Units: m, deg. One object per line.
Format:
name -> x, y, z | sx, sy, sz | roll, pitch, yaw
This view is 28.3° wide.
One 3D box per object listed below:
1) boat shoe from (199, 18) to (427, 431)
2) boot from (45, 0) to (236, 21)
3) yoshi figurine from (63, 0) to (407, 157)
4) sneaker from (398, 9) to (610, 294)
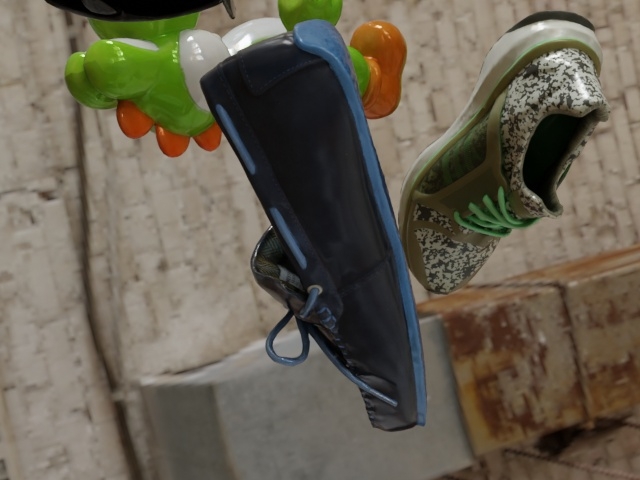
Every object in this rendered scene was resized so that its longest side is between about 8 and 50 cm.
boat shoe -> 0.000, 0.000, 0.718 | 0.109, 0.089, 0.258 | -97, 171, -65
boot -> -0.126, -0.141, 0.480 | 0.077, 0.198, 0.137 | 62, 23, -67
yoshi figurine -> -0.089, -0.203, 1.240 | 0.203, 0.362, 0.203 | 51, -55, 28
sneaker -> 0.218, -0.068, 1.522 | 0.182, 0.158, 0.410 | -105, -149, -47
